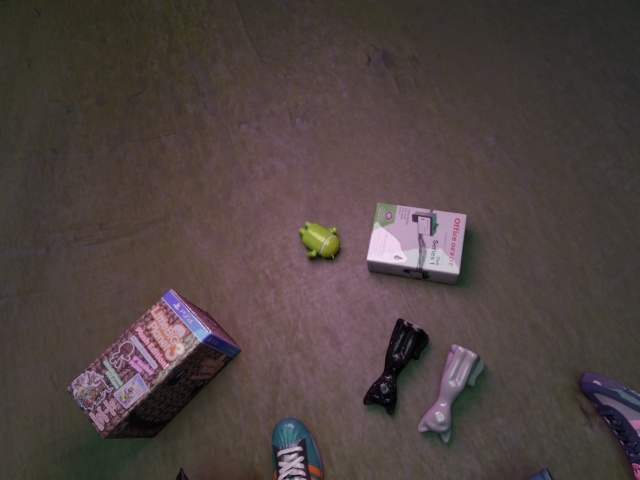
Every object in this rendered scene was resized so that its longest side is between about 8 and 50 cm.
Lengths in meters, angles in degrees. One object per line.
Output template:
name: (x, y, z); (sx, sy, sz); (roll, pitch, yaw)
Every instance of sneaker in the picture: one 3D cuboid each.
sneaker: (0.641, 0.403, 0.974); (0.319, 0.112, 0.131); (40, 76, 22)
sneaker: (-0.045, 0.522, 1.023); (0.108, 0.121, 0.301); (-15, 67, 2)

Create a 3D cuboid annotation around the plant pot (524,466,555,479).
plant pot: (0.361, 0.592, 0.871); (0.255, 0.272, 0.271); (-31, 67, 10)

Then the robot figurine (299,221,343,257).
robot figurine: (0.000, 0.000, 1.254); (0.115, 0.067, 0.101); (32, 65, 18)

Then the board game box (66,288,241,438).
board game box: (-0.356, 0.284, 1.105); (0.141, 0.232, 0.291); (42, 80, 20)

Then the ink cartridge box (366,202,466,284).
ink cartridge box: (0.236, 0.007, 1.202); (0.220, 0.092, 0.160); (8, 70, 12)

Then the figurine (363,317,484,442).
figurine: (0.228, 0.313, 1.094); (0.215, 0.092, 0.209); (24, 82, 16)

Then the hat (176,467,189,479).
hat: (-0.160, 0.576, 0.966); (0.134, 0.331, 0.331); (-22, 64, -30)
